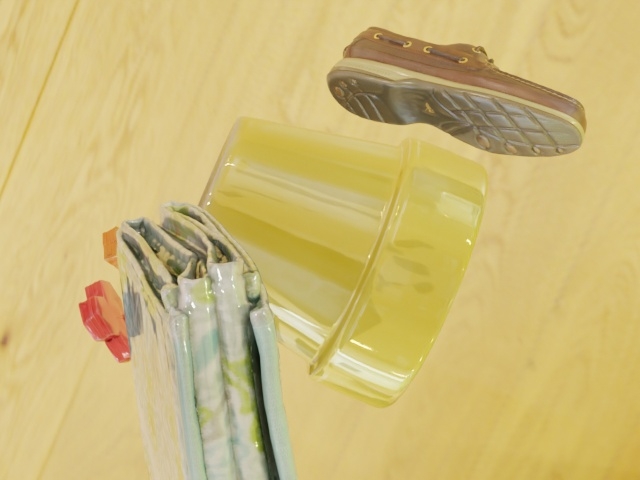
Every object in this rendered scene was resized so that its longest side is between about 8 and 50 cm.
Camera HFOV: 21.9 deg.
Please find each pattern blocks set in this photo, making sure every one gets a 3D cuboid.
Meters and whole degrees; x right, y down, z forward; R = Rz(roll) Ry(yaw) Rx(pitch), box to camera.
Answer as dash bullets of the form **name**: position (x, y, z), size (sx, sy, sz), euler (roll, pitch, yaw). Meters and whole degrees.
- **pattern blocks set**: position (-0.135, 0.116, 1.622), size (0.026, 0.325, 0.285), euler (-27, 104, 10)

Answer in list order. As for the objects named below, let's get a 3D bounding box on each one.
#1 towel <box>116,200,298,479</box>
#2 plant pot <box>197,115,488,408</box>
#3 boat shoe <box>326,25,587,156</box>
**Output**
- **towel**: position (-0.079, 0.170, 1.281), size (0.090, 0.320, 0.374), euler (-9, 103, -12)
- **plant pot**: position (0.000, 0.000, 1.571), size (0.239, 0.254, 0.254), euler (23, 103, -5)
- **boat shoe**: position (0.094, -0.104, 1.093), size (0.178, 0.064, 0.060), euler (16, 63, 21)
